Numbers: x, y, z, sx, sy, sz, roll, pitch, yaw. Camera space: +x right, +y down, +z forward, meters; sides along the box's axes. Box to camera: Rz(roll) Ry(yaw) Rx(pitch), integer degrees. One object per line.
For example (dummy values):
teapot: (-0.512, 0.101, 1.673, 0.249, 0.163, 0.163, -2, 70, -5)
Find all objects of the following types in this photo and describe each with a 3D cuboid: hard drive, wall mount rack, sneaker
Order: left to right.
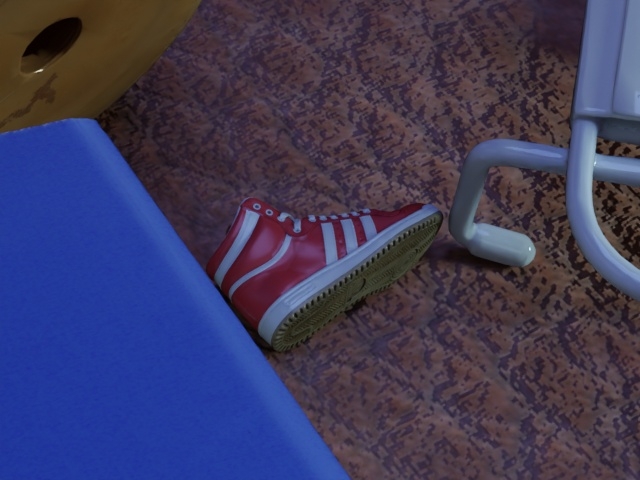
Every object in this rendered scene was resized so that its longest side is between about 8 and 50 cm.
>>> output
hard drive: (-0.109, 0.083, 0.665, 0.210, 0.040, 0.318, -15, 48, -28)
sneaker: (0.000, 0.000, 0.875, 0.118, 0.042, 0.067, -31, 60, -34)
wall mount rack: (0.232, -0.076, 0.921, 0.304, 0.130, 0.350, 11, 58, 4)

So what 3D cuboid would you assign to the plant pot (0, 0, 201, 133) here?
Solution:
plant pot: (-0.181, -0.160, 0.854, 0.291, 0.291, 0.203, -31, 73, -37)
